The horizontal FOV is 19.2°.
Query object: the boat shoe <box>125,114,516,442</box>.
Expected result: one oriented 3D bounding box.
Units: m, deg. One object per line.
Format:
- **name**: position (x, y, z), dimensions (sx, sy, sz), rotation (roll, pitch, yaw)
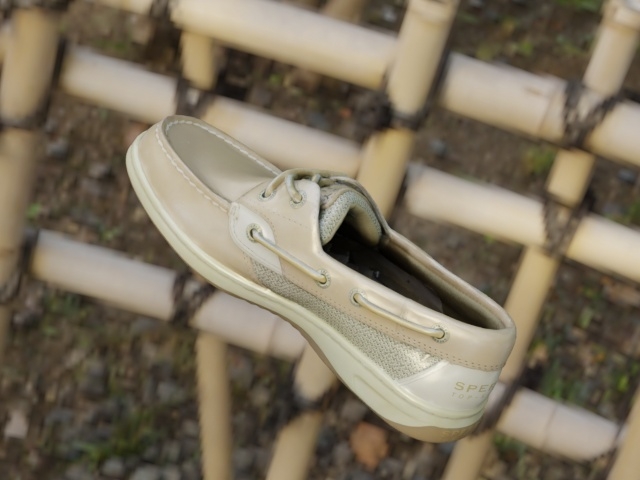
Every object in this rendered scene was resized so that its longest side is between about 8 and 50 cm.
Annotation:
- **boat shoe**: position (0.000, 0.000, 1.209), dimensions (0.302, 0.098, 0.109), rotation (41, 35, 24)
